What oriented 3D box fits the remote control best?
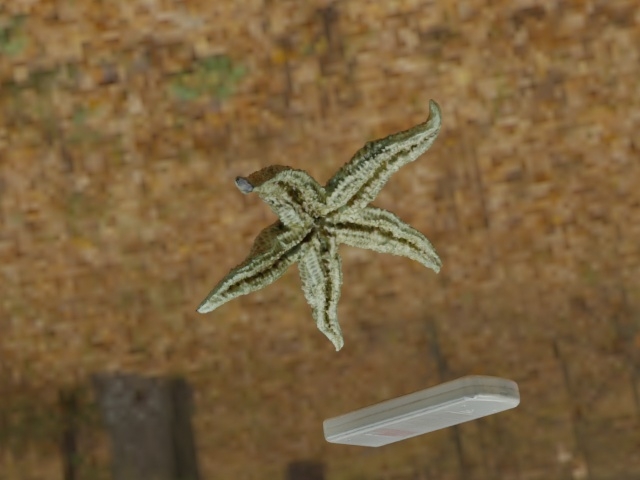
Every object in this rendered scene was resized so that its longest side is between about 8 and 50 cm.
[{"bbox_3d":[0.099,0.164,1.823,0.190,0.029,0.087,-21,159,37],"label":"remote control"}]

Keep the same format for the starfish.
[{"bbox_3d":[-0.002,0.000,2.161,0.347,0.078,0.358,-21,141,-29],"label":"starfish"}]
